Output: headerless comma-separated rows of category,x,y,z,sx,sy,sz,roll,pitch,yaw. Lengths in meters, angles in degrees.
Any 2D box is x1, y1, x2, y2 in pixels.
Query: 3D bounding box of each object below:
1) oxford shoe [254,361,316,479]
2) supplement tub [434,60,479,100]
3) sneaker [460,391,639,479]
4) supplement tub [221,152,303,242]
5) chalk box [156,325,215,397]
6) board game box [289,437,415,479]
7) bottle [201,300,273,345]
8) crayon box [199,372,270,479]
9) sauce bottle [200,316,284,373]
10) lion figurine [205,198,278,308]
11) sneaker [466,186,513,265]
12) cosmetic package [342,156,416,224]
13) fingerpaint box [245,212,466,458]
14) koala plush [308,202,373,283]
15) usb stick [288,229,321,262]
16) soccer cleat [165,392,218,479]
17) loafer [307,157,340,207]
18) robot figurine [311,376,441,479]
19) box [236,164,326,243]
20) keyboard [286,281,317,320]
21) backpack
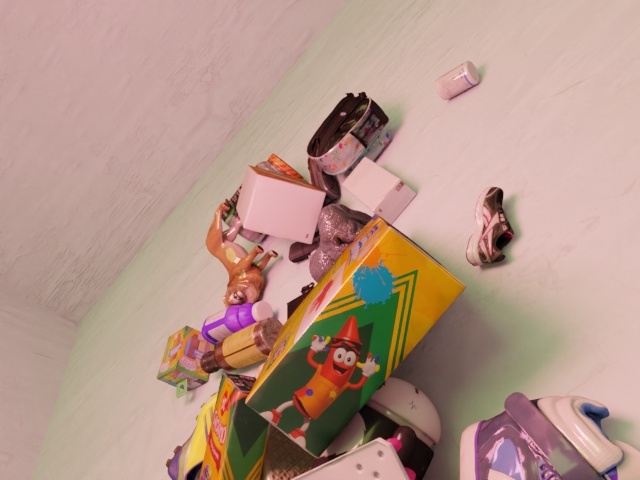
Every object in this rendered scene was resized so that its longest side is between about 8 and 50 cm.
oxford shoe,-0.094,0.453,1.052,0.130,0.169,0.449,-53,25,10
supplement tub,0.390,-0.456,1.353,0.107,0.071,0.070,-21,44,44
sneaker,0.304,0.344,0.594,0.236,0.130,0.322,-34,24,32
supplement tub,-0.218,-0.163,1.806,0.316,0.194,0.193,-51,30,7
chalk box,-0.464,0.428,1.628,0.132,0.132,0.212,-33,37,34
board game box,0.047,0.532,0.679,0.390,0.050,0.389,-38,68,27
bottle,-0.266,0.264,1.523,0.283,0.118,0.092,-28,39,40
crayon box,-0.180,0.447,0.953,0.202,0.081,0.318,164,117,-69
sauce bottle,-0.245,0.330,1.435,0.345,0.111,0.111,-28,40,37
lion figurine,-0.307,0.056,1.662,0.240,0.142,0.392,-47,58,17
sneaker,0.365,-0.027,0.982,0.077,0.072,0.178,1,69,42
cosmetic package,0.162,-0.147,1.360,0.117,0.086,0.231,-50,32,9
fingerpaint box,0.067,0.143,0.950,0.371,0.163,0.445,-51,1,6
koala plush,0.043,0.033,1.266,0.221,0.204,0.196,-57,27,21
usb stick,0.000,0.000,1.480,0.278,0.045,0.077,-25,40,40
soccer cleat,-0.321,0.567,1.359,0.121,0.093,0.289,26,76,29
loafer,-0.007,-0.228,1.664,0.095,0.109,0.302,-44,34,27
robot figurine,0.092,0.374,0.826,0.209,0.173,0.278,12,61,49
box,-0.142,-0.127,1.542,0.345,0.215,0.168,-135,60,-70
keyboard,-0.033,0.172,1.381,0.180,0.023,0.108,-33,43,32
backpack,0.084,-0.328,1.539,0.253,0.191,0.225,-48,29,-4
